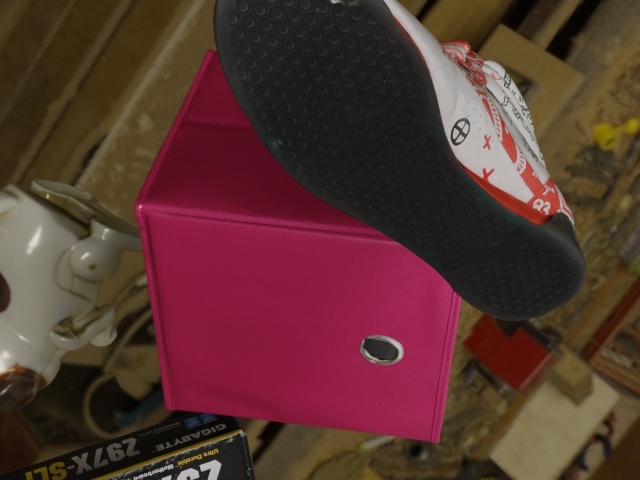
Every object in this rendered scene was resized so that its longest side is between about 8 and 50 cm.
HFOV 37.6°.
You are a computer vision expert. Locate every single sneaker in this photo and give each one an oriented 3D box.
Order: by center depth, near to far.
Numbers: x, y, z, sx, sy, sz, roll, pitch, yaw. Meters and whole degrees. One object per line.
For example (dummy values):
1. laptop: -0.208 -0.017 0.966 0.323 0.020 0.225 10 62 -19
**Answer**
1. sneaker: 0.043 -0.077 0.513 0.090 0.145 0.270 -34 126 23

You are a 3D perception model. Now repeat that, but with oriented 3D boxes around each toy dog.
1. toy dog: -0.536 0.118 1.752 0.408 0.284 0.395 -65 158 7

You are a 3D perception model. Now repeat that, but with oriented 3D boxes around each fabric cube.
1. fabric cube: 0.000 0.000 0.869 0.259 0.258 0.254 -78 172 -48

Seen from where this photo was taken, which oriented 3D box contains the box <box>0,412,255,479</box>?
1. box: -0.221 0.349 1.037 0.322 0.079 0.257 -15 112 -18
